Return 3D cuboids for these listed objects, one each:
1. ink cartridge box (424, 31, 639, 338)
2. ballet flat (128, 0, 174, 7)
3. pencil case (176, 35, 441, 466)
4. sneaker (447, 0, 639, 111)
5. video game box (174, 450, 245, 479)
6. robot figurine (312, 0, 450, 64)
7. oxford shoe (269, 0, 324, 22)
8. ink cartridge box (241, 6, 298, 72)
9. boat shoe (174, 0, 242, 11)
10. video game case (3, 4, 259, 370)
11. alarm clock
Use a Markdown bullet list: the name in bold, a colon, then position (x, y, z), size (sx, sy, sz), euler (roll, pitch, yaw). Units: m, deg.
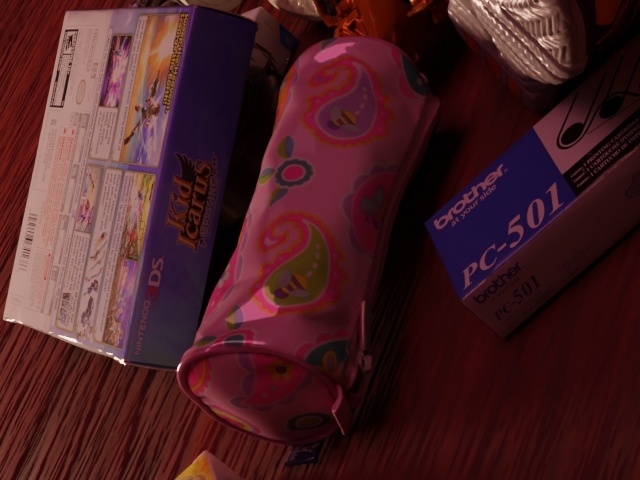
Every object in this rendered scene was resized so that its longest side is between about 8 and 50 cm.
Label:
- **ink cartridge box**: position (0.162, -0.042, 1.074), size (0.207, 0.046, 0.097), euler (-43, 29, 13)
- **ballet flat**: position (-0.155, -0.251, 1.767), size (0.041, 0.041, 0.114), euler (-4, 53, 52)
- **pencil case**: position (0.000, 0.000, 1.180), size (0.124, 0.124, 0.284), euler (-21, 40, 41)
- **sneaker**: position (0.162, -0.186, 1.053), size (0.180, 0.124, 0.321), euler (-42, -3, 2)
- **video game box**: position (-0.103, 0.255, 1.093), size (0.187, 0.048, 0.205), euler (-46, 30, 11)
- **robot figurine**: position (0.031, -0.272, 1.272), size (0.211, 0.085, 0.291), euler (-37, 67, 53)
- **oxford shoe**: position (0.087, -0.275, 1.380), size (0.449, 0.130, 0.169), euler (-16, 88, 55)
- **ink cartridge box**: position (-0.057, -0.148, 1.494), size (0.028, 0.048, 0.083), euler (-11, 48, 48)
- **boat shoe**: position (-0.057, -0.352, 1.668), size (0.305, 0.109, 0.091), euler (-56, 34, -4)
- **video game case**: position (-0.155, -0.048, 1.400), size (0.244, 0.061, 0.269), euler (11, 89, 59)
- **alarm clock**: position (-0.083, -0.065, 1.426), size (0.192, 0.064, 0.129), euler (-48, 29, 10)
